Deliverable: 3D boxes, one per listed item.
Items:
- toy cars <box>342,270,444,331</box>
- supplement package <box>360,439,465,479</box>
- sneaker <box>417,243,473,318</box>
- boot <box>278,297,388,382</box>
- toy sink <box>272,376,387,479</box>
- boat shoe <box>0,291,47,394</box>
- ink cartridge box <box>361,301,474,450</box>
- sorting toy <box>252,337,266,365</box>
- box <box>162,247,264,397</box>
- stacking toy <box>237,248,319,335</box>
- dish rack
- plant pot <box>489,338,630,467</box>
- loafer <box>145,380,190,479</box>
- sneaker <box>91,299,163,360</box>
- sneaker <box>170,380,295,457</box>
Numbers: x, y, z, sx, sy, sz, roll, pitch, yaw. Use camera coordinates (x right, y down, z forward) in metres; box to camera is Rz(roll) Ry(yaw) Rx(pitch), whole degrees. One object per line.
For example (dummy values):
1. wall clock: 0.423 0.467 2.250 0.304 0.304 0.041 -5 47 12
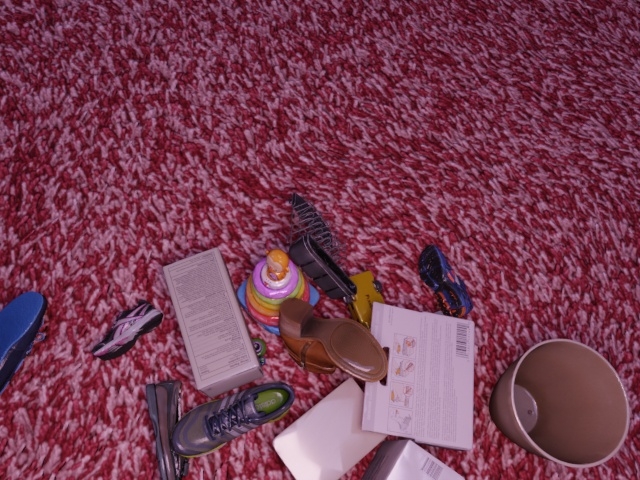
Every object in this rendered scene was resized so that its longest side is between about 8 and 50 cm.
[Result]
1. toy cars: 0.208 0.231 1.372 0.393 0.087 0.176 30 64 1
2. supplement package: 0.181 0.523 1.166 0.139 0.244 0.134 35 70 6
3. sneaker: 0.331 0.109 1.442 0.087 0.083 0.221 7 52 -42
4. boot: 0.022 0.264 1.232 0.283 0.220 0.109 24 55 20
5. toy sink: 0.016 0.449 1.236 0.234 0.131 0.153 -34 77 -23
6. boat shoe: -0.715 0.238 1.252 0.109 0.089 0.258 26 73 17
7. ink cartridge box: 0.222 0.310 1.255 0.261 0.066 0.296 13 65 -8
8. sorting toy: -0.161 0.284 1.324 0.061 0.042 0.102 20 68 1
9. box: -0.252 0.191 1.281 0.148 0.121 0.311 -19 66 -7
10. stacking toy: -0.100 0.094 1.264 0.175 0.302 0.166 42 70 12
11. dish rack: 0.000 0.000 1.342 0.074 0.208 0.271 -27 36 20
12. plant pot: 0.502 0.378 1.247 0.256 0.274 0.256 2 69 -6
13. loafer: -0.328 0.443 1.217 0.084 0.096 0.267 -12 69 -18
14. sneaker: -0.471 0.213 1.308 0.178 0.072 0.077 -36 65 -26
15. sneaker: -0.188 0.384 1.213 0.300 0.121 0.111 -21 73 -27
